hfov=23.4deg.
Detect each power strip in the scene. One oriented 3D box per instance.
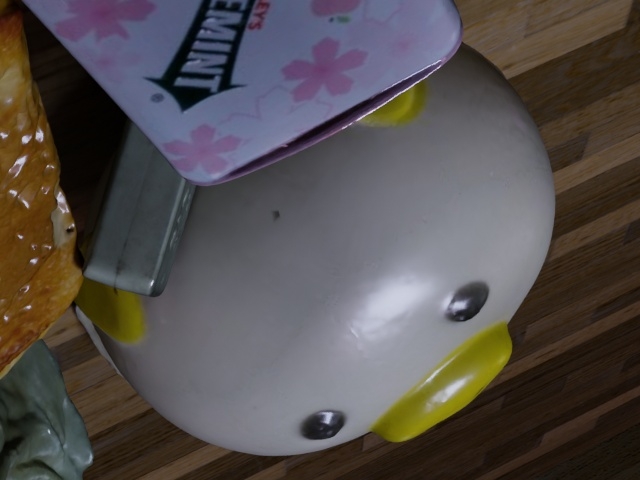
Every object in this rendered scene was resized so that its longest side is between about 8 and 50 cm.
[{"bbox_3d":[-0.091,-0.106,1.016,0.093,0.053,0.288,84,23,-87],"label":"power strip"}]

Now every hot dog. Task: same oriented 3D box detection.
[{"bbox_3d":[-0.279,-0.055,0.881,0.185,0.223,0.405,-47,162,-22],"label":"hot dog"}]

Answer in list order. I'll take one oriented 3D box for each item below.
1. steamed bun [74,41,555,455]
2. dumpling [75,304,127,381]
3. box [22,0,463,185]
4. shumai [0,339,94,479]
[{"bbox_3d":[-0.003,-0.005,1.190,0.374,0.334,0.334,-44,153,14],"label":"steamed bun"},{"bbox_3d":[-0.149,0.064,1.419,0.155,0.181,0.111,2,-170,-3],"label":"dumpling"},{"bbox_3d":[-0.078,-0.183,0.730,0.190,0.112,0.370,-30,144,9],"label":"box"},{"bbox_3d":[-0.313,0.155,1.238,0.288,0.292,0.330,-24,134,-31],"label":"shumai"}]
